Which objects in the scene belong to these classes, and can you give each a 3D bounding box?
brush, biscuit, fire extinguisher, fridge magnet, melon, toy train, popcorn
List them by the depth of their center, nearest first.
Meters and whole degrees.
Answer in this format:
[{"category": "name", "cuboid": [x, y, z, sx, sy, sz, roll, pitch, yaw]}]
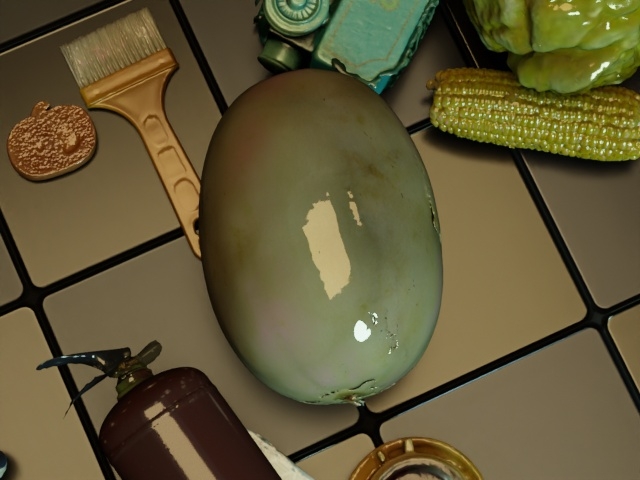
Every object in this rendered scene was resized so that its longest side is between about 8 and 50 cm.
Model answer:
[{"category": "fire extinguisher", "cuboid": [-0.102, 0.219, 1.313, 0.135, 0.114, 0.337, -27, 76, -41]}, {"category": "melon", "cuboid": [0.000, 0.000, 1.409, 0.223, 0.223, 0.317, -11, 78, -3]}, {"category": "fridge magnet", "cuboid": [0.091, 0.255, 1.440, 0.143, 0.063, 0.143, 1, 75, -3]}, {"category": "popcorn", "cuboid": [0.246, -0.294, 1.450, 0.282, 0.247, 0.282, -16, 50, 20]}, {"category": "toy train", "cuboid": [0.031, -0.241, 1.519, 0.163, 0.112, 0.203, 27, 80, -2]}, {"category": "biscuit", "cuboid": [-0.270, -0.102, 1.529, 0.091, 0.015, 0.078, -18, 78, -5]}, {"category": "brush", "cuboid": [-0.161, -0.100, 1.533, 0.103, 0.013, 0.272, -26, 81, -6]}]

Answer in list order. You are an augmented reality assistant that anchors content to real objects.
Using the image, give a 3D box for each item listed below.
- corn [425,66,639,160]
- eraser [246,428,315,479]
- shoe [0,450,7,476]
[{"category": "corn", "cuboid": [0.221, -0.126, 1.514, 0.238, 0.080, 0.080, 8, 78, -1]}, {"category": "eraser", "cuboid": [-0.161, 0.356, 1.397, 0.096, 0.098, 0.404, 37, 79, 7]}, {"category": "shoe", "cuboid": [-0.366, 0.231, 1.440, 0.142, 0.064, 0.071, -1, 97, 4]}]
